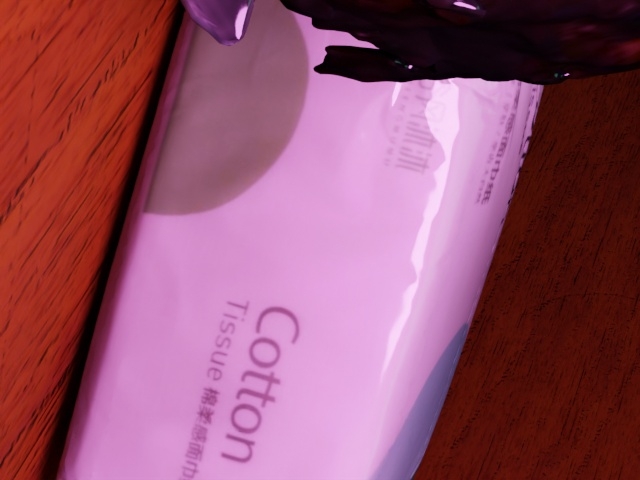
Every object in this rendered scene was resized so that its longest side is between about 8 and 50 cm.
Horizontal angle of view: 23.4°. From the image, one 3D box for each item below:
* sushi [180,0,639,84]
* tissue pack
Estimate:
[{"bbox_3d":[0.056,-0.204,0.562,0.294,0.300,0.281,26,55,-83],"label":"sushi"},{"bbox_3d":[0.002,0.000,0.906,0.266,0.194,0.356,-20,128,-77],"label":"tissue pack"}]
